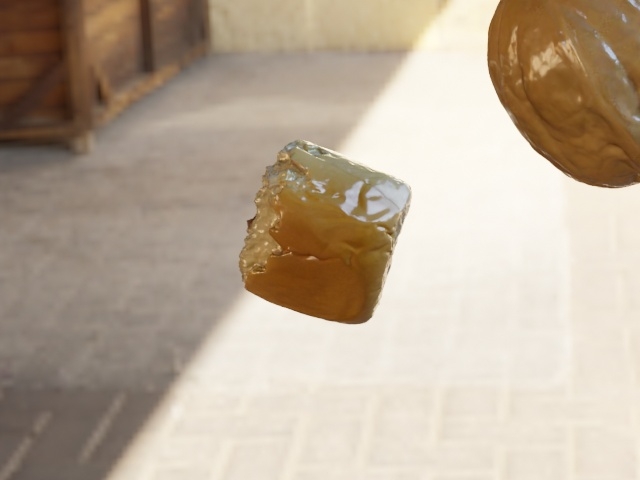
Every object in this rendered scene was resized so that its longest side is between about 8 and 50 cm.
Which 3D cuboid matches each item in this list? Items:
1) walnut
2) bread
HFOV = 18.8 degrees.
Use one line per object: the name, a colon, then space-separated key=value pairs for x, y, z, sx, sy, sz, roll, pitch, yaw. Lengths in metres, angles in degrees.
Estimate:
walnut: x=0.278 y=-0.167 z=1.841 sx=0.225 sy=0.261 sz=0.225 roll=-29 pitch=28 yaw=17
bread: x=0.000 y=0.000 z=1.313 sx=0.106 sy=0.125 sz=0.082 roll=25 pitch=39 yaw=8
